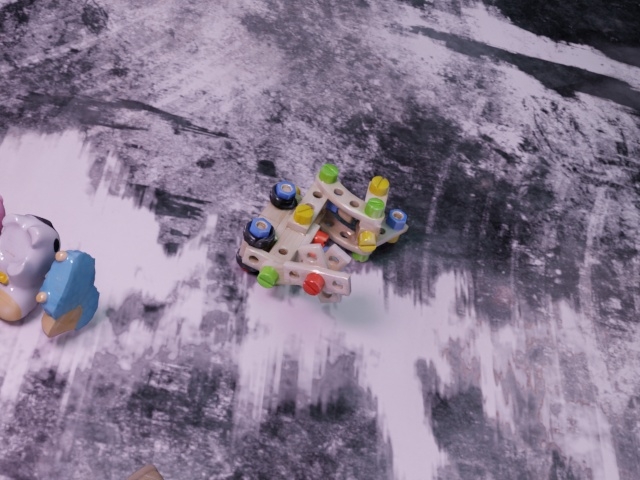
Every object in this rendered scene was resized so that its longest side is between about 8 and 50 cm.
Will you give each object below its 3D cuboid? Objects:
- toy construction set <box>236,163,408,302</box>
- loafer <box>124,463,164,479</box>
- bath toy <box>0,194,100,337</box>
[{"bbox_3d":[0.000,0.000,1.990,0.215,0.151,0.328,25,30,6],"label":"toy construction set"},{"bbox_3d":[-0.240,0.328,1.583,0.050,0.056,0.148,30,41,22],"label":"loafer"},{"bbox_3d":[-0.466,0.000,1.809,0.348,0.151,0.129,34,4,20],"label":"bath toy"}]
